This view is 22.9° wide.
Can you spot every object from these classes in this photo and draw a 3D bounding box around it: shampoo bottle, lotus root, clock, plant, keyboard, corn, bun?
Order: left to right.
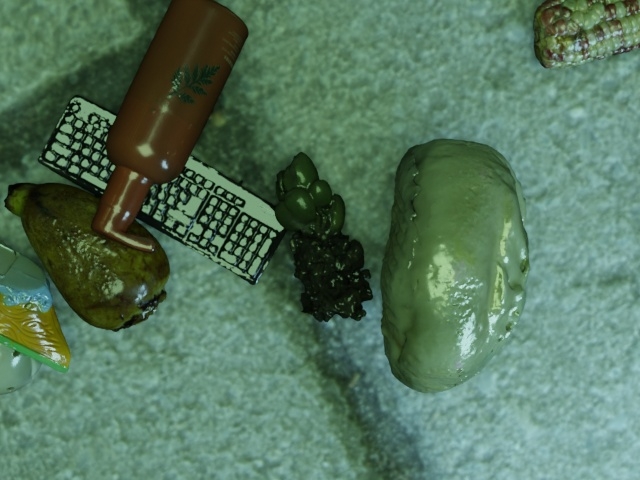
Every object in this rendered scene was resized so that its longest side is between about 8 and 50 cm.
[{"bbox_3d":[-0.345,0.069,1.525,0.231,0.103,0.144,27,117,-1],"label":"clock"},{"bbox_3d":[-0.231,0.005,1.532,0.190,0.094,0.108,44,58,-1],"label":"lotus root"},{"bbox_3d":[-0.150,-0.112,1.499,0.085,0.085,0.244,23,81,-5],"label":"shampoo bottle"},{"bbox_3d":[-0.152,-0.053,1.564,0.250,0.017,0.087,30,94,-5],"label":"keyboard"},{"bbox_3d":[0.000,0.000,1.546,0.085,0.087,0.174,-20,89,33],"label":"plant"},{"bbox_3d":[0.128,0.029,1.483,0.141,0.239,0.239,6,96,2],"label":"bun"},{"bbox_3d":[0.320,-0.225,1.537,0.237,0.079,0.080,-14,97,-1],"label":"corn"}]
